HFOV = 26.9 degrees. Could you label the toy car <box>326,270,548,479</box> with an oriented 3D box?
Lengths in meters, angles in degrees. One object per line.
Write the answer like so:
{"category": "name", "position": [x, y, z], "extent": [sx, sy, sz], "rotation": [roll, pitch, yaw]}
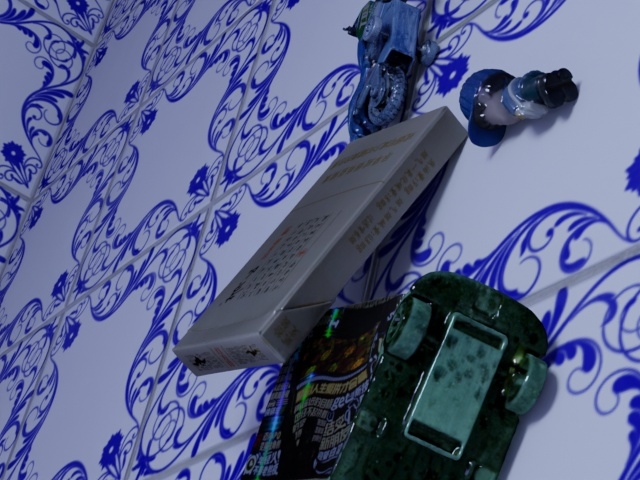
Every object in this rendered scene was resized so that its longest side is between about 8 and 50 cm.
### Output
{"category": "toy car", "position": [0.082, 0.181, 1.158], "extent": [0.306, 0.136, 0.125], "rotation": [-66, 7, -12]}

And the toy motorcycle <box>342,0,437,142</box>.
{"category": "toy motorcycle", "position": [0.079, -0.242, 1.719], "extent": [0.135, 0.092, 0.254], "rotation": [-38, 39, 56]}

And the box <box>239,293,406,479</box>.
{"category": "box", "position": [0.009, 0.214, 1.311], "extent": [0.198, 0.084, 0.310], "rotation": [-18, 46, 57]}

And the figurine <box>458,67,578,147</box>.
{"category": "figurine", "position": [0.199, -0.154, 1.396], "extent": [0.077, 0.079, 0.136], "rotation": [-23, -4, -35]}

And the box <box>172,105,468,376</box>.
{"category": "box", "position": [0.000, 0.001, 1.495], "extent": [0.365, 0.051, 0.204], "rotation": [-50, 18, -29]}
